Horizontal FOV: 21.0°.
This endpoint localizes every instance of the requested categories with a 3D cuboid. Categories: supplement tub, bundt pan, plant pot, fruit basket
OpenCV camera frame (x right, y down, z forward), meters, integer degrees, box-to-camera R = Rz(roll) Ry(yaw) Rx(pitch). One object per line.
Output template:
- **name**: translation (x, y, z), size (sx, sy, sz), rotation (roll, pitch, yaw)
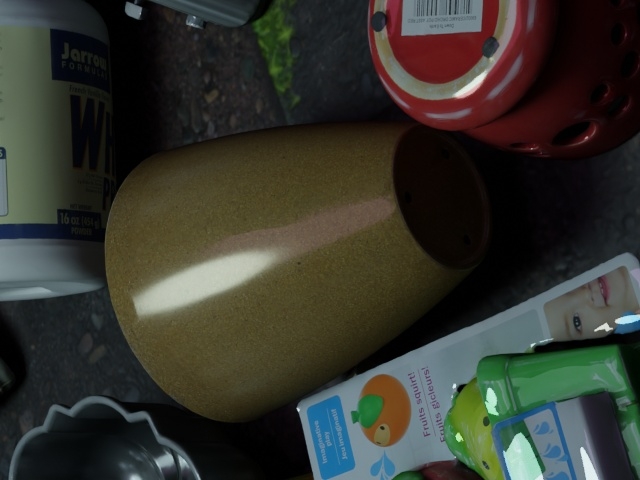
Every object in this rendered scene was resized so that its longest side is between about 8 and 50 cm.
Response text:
- **supplement tub**: translation (-0.316, -0.111, 1.664), size (0.235, 0.235, 0.325), rotation (-9, 82, 42)
- **bundt pan**: translation (-0.145, 0.296, 1.538), size (0.331, 0.124, 0.331), rotation (3, 94, 43)
- **plant pot**: translation (0.000, 0.000, 1.362), size (0.254, 0.237, 0.237), rotation (-22, 73, 40)
- **fruit basket**: translation (0.134, 0.218, 1.265), size (0.353, 0.165, 0.327), rotation (-25, 71, 33)
- **plant pot**: translation (0.143, -0.157, 1.284), size (0.191, 0.174, 0.191), rotation (0, 91, 43)

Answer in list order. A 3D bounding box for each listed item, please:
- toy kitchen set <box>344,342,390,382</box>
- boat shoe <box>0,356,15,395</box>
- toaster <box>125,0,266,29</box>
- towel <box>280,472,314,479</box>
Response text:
- **toy kitchen set**: translation (0.072, 0.113, 1.431), size (0.083, 0.075, 0.068), rotation (31, 119, -3)
- **boat shoe**: translation (-0.432, 0.081, 1.861), size (0.305, 0.091, 0.109), rotation (46, 155, 36)
- **toaster**: translation (-0.115, -0.305, 1.546), size (0.129, 0.146, 0.227), rotation (25, 105, 40)
- **towel**: translation (-0.023, 0.260, 1.519), size (0.237, 0.021, 0.102), rotation (-20, 74, 41)
